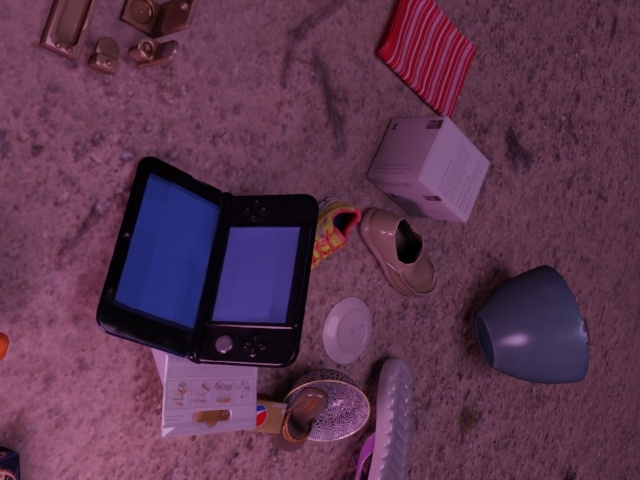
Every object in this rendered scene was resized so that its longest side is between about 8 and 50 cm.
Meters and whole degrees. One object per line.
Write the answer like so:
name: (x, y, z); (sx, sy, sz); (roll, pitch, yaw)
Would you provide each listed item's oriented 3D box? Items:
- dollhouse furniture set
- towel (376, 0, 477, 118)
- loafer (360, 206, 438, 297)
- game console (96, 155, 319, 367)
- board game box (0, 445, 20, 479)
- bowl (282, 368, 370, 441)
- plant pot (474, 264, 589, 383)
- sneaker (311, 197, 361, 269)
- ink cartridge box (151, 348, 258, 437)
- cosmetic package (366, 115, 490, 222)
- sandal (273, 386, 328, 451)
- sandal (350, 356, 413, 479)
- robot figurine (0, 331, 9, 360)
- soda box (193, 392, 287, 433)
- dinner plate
dollhouse furniture set: (-0.279, -0.312, 0.906); (0.151, 0.123, 0.144); (21, 81, -41)
towel: (0.239, -0.415, 1.407); (0.274, 0.031, 0.199); (31, 76, -39)
loafer: (0.183, 0.036, 1.375); (0.268, 0.092, 0.102); (46, 66, -35)
game console: (-0.157, 0.027, 0.982); (0.173, 0.250, 0.293); (57, 37, -59)
board game box: (-0.475, 0.422, 0.852); (0.165, 0.042, 0.243); (-14, 105, -59)
bowl: (0.008, 0.301, 1.247); (0.170, 0.170, 0.080); (57, 17, -30)
plant pot: (0.494, 0.223, 1.581); (0.195, 0.290, 0.290); (-13, 107, -3)
sneaker: (0.000, 0.000, 1.210); (0.208, 0.094, 0.081); (-54, 127, -21)
ink cartridge box: (-0.190, 0.195, 1.069); (0.189, 0.066, 0.233); (9, 81, -42)
cosmetic package: (0.227, -0.148, 1.351); (0.183, 0.151, 0.152); (34, 74, -38)
sandal: (-0.039, 0.339, 1.190); (0.072, 0.049, 0.180); (20, 125, -14)
sandal: (0.122, 0.459, 1.382); (0.169, 0.102, 0.416); (41, 55, -52)
robot figurine: (-0.496, 0.152, 0.774); (0.219, 0.128, 0.158); (-22, 117, -37)
soda box: (-0.149, 0.298, 1.140); (0.181, 0.061, 0.058); (20, 83, -41)
dinner plate: (0.061, 0.189, 1.341); (0.141, 0.017, 0.141); (-7, 100, -42)
